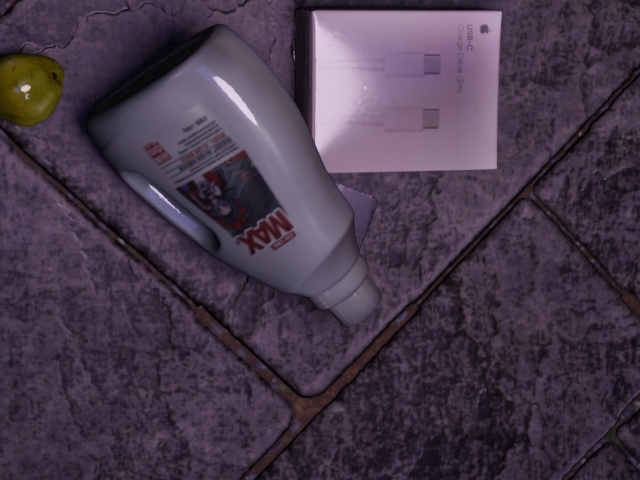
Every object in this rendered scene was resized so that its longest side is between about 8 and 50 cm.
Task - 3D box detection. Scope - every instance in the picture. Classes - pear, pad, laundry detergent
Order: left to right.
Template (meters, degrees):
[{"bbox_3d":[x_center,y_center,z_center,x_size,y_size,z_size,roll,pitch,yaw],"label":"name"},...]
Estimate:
[{"bbox_3d":[-0.353,-0.185,1.768,0.097,0.092,0.092,-39,107,-2],"label":"pear"},{"bbox_3d":[-0.082,-0.051,1.794,0.264,0.125,0.398,-25,114,39],"label":"laundry detergent"},{"bbox_3d":[0.000,0.000,1.928,0.112,0.003,0.157,20,96,-15],"label":"pad"}]

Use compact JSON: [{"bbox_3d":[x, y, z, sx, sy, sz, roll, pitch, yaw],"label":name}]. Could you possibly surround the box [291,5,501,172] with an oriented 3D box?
[{"bbox_3d":[0.095,-0.191,1.861,0.251,0.106,0.203,-2,100,-14],"label":"box"}]
